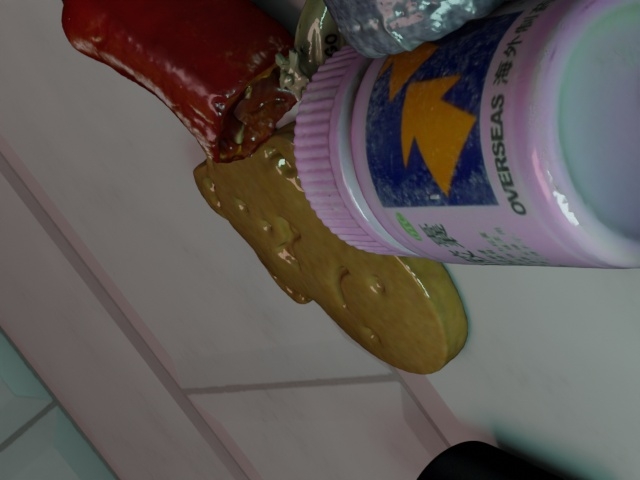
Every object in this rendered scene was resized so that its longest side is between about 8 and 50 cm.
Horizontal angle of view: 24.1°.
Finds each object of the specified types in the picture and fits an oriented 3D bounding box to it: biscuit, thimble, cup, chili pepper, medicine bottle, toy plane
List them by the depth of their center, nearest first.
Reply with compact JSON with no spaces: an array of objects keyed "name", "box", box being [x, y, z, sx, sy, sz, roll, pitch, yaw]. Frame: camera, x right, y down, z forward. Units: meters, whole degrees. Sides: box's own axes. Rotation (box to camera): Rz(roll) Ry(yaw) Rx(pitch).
[{"name":"thimble","box":[0.065,-0.191,0.979,0.150,0.150,0.098,0,124,59]},{"name":"medicine bottle","box":[0.123,-0.071,1.013,0.290,0.178,0.178,1,127,58]},{"name":"toy plane","box":[0.012,-0.193,1.132,0.092,0.108,0.286,36,140,30]},{"name":"chili pepper","box":[-0.165,-0.214,1.345,0.338,0.134,0.131,39,171,25]},{"name":"cup","box":[0.197,0.323,1.481,0.177,0.166,0.239,27,146,47]},{"name":"biscuit","box":[-0.002,0.001,1.485,0.355,0.052,0.275,42,155,18]}]
